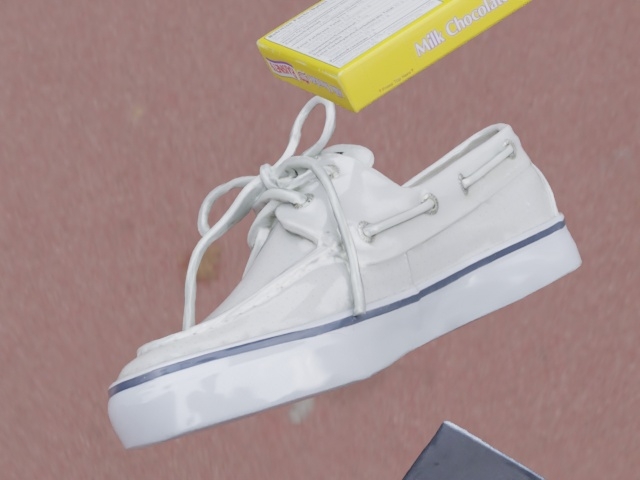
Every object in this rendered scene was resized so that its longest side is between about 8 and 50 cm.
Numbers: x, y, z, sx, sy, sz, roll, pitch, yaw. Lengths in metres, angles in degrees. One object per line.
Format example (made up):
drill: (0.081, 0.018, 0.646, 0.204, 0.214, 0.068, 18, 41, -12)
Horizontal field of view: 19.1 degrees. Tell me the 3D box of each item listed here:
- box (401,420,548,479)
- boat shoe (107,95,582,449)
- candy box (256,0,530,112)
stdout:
box: (0.080, 0.200, 0.929, 0.093, 0.156, 0.158, 29, 78, 46)
boat shoe: (0.007, -0.003, 1.098, 0.367, 0.136, 0.156, -22, 91, -41)
candy box: (0.075, -0.133, 0.934, 0.206, 0.105, 0.027, -33, 112, -12)
